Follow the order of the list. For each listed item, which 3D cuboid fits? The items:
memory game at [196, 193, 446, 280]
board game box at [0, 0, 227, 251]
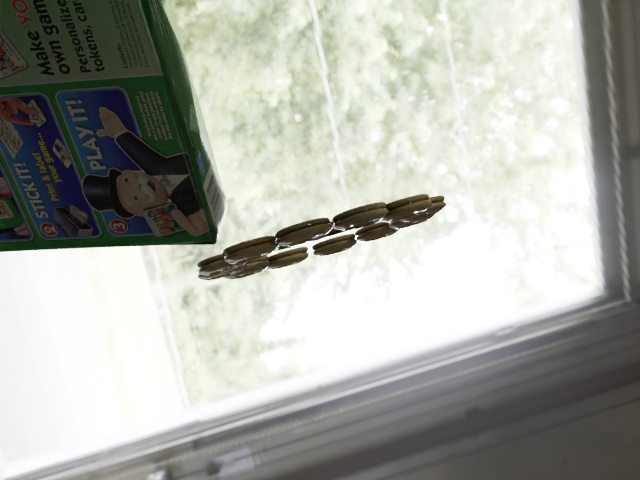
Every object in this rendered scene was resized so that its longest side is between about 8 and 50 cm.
[{"bbox_3d":[0.000,0.000,0.683,0.186,0.186,0.012,125,-51,-80],"label":"memory game"},{"bbox_3d":[-0.193,-0.124,0.559,0.046,0.213,0.317,-79,163,-47],"label":"board game box"}]
